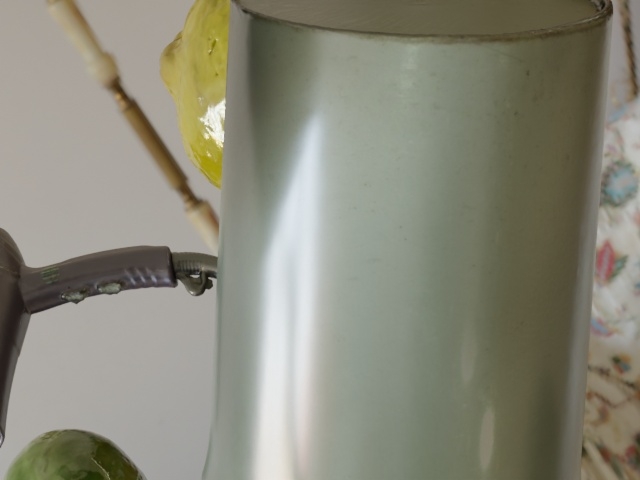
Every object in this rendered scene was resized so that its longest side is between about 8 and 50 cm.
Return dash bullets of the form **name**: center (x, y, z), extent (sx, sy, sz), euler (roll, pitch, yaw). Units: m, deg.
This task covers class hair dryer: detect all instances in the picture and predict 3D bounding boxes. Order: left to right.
- **hair dryer**: center (-0.269, 0.076, 1.372), extent (0.361, 0.121, 0.301), euler (-14, 45, -1)

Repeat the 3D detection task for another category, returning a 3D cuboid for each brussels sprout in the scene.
- **brussels sprout**: center (-0.314, 0.365, 1.582), extent (0.244, 0.244, 0.244), euler (-28, 21, 12)

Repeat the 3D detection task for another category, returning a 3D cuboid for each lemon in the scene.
- **lemon**: center (0.004, -0.139, 1.092), extent (0.260, 0.283, 0.261), euler (-51, 26, 37)

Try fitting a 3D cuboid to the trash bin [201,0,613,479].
- **trash bin**: center (0.057, 0.042, 0.837), extent (0.280, 0.432, 0.280), euler (2, 23, -1)
